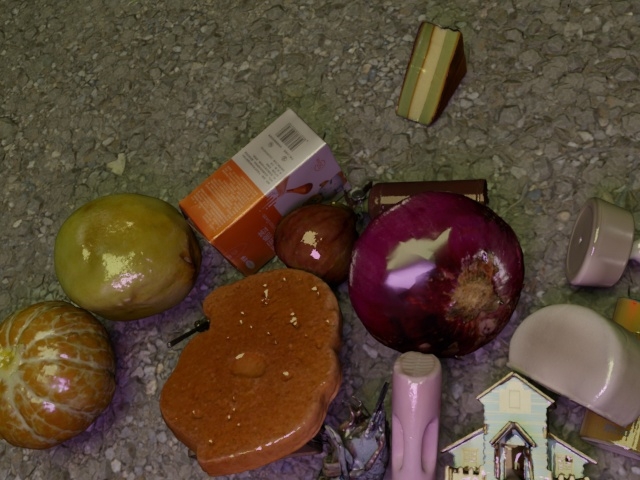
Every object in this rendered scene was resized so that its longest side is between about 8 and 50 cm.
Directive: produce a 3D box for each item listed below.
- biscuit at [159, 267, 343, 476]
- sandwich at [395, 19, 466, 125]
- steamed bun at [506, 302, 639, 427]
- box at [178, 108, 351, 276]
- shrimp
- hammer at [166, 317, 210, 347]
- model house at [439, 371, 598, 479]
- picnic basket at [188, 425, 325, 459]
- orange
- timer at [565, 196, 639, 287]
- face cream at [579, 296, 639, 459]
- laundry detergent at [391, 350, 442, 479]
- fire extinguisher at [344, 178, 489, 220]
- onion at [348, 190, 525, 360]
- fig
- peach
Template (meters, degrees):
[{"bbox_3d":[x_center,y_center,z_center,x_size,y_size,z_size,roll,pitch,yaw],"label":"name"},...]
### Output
[{"bbox_3d":[-0.118,0.237,1.405,0.350,0.078,0.455,-4,44,28],"label":"biscuit"},{"bbox_3d":[0.249,-0.391,1.723,0.117,0.144,0.187,26,76,31],"label":"sandwich"},{"bbox_3d":[0.466,0.206,1.307,0.164,0.146,0.242,-63,30,0],"label":"steamed bun"},{"bbox_3d":[-0.122,-0.099,1.669,0.341,0.225,0.143,-40,60,-2],"label":"box"},{"bbox_3d":[0.047,0.395,1.313,0.137,0.372,0.172,18,35,23],"label":"shrimp"},{"bbox_3d":[-0.278,0.197,1.563,0.058,0.292,0.029,-24,90,8],"label":"hammer"},{"bbox_3d":[0.353,0.343,1.315,0.271,0.178,0.206,-2,71,22],"label":"model house"},{"bbox_3d":[-0.132,0.365,1.485,0.267,0.165,0.139,-12,63,15],"label":"picnic basket"},{"bbox_3d":[-0.605,0.295,1.634,0.329,0.249,0.329,-7,70,19],"label":"orange"},{"bbox_3d":[0.628,0.029,1.403,0.266,0.175,0.175,13,70,5],"label":"timer"},{"bbox_3d":[0.579,0.248,1.340,0.139,0.067,0.285,13,70,30],"label":"face cream"},{"bbox_3d":[0.170,0.377,1.318,0.088,0.159,0.335,3,102,13],"label":"laundry detergent"},{"bbox_3d":[0.201,-0.090,1.627,0.337,0.106,0.147,1,33,19],"label":"fire extinguisher"},{"bbox_3d":[0.202,0.054,1.458,0.348,0.348,0.385,-44,25,-4],"label":"onion"},{"bbox_3d":[0.000,0.001,1.595,0.205,0.205,0.205,-8,63,16],"label":"fig"},{"bbox_3d":[-0.434,0.042,1.678,0.316,0.281,0.314,-15,54,6],"label":"peach"}]
